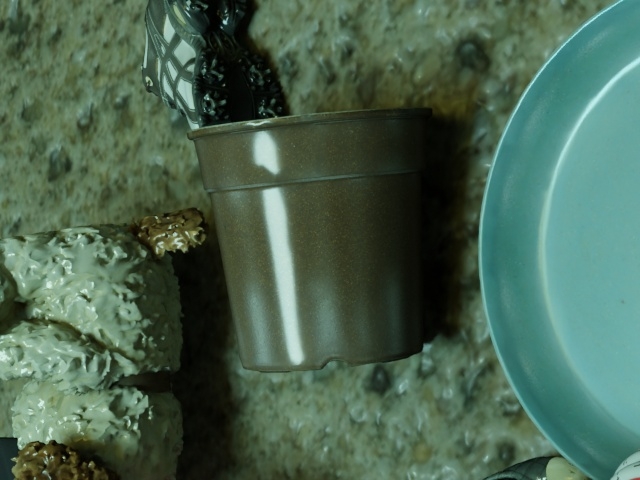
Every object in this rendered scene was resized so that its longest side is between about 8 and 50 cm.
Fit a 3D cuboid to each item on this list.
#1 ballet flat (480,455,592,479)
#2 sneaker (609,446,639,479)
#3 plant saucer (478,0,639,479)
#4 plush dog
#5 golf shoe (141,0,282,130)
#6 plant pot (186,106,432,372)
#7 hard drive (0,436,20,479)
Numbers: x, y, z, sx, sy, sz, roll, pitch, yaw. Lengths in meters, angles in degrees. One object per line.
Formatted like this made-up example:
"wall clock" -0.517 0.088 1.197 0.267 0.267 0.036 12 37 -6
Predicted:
"ballet flat" 0.104 0.182 1.028 0.173 0.049 0.057 -28 69 38
"sneaker" 0.251 0.200 0.794 0.270 0.145 0.090 50 124 15
"plant saucer" 0.231 0.002 0.929 0.317 0.044 0.317 -4 84 43
"plush dog" -0.164 0.103 1.192 0.210 0.262 0.225 -11 87 13
"golf shoe" -0.089 -0.120 1.221 0.094 0.077 0.198 -41 54 45
"plant pot" 0.000 0.000 1.071 0.167 0.167 0.165 -5 91 42
"hard drive" -0.317 0.356 1.349 0.339 0.064 0.237 -51 48 36
